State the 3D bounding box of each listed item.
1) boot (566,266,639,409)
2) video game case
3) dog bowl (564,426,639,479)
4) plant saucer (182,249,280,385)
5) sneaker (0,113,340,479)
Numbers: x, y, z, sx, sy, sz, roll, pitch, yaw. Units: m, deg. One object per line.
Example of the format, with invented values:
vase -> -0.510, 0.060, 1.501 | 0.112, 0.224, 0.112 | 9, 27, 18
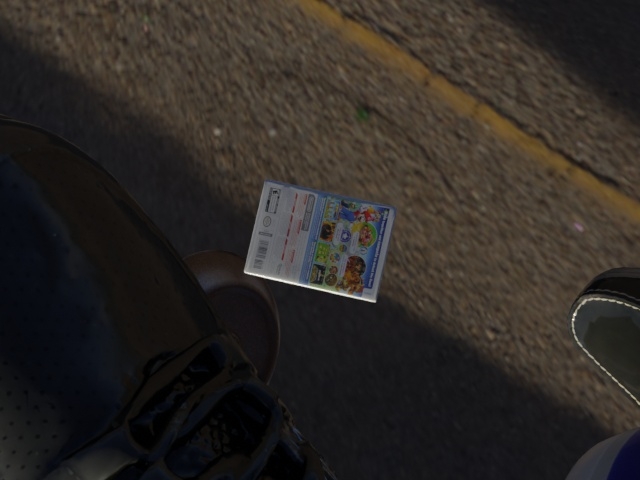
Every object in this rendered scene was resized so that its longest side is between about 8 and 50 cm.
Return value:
boot -> 0.311, 0.181, 1.279 | 0.284, 0.377, 0.138 | -25, 142, -38
video game case -> 0.000, 0.000, 1.316 | 0.122, 0.011, 0.087 | 12, 86, 8
dog bowl -> 0.220, 0.198, 0.661 | 0.104, 0.265, 0.265 | -29, 114, 36
plant saucer -> -0.106, 0.109, 1.477 | 0.198, 0.036, 0.199 | -12, 107, -44
sneaker -> -0.018, 0.099, 0.474 | 0.125, 0.139, 0.341 | -41, 106, -40
